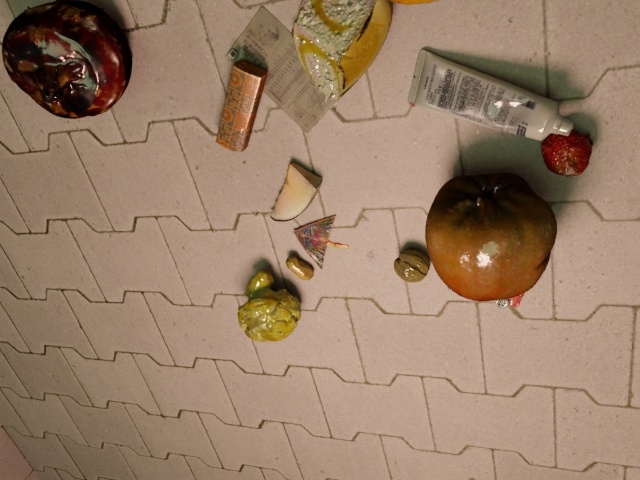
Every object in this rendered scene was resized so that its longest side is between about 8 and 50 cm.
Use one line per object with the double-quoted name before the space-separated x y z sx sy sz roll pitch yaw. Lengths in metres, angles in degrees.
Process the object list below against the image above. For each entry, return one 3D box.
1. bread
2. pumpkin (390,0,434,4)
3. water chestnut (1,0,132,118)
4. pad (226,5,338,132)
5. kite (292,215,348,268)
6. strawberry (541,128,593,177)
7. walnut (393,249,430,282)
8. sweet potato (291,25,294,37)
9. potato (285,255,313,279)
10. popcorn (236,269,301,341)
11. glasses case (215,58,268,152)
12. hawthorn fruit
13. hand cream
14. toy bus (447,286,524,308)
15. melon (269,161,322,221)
"bread" 0.048 -0.419 1.152 0.158 0.156 0.260 43 118 18
"pumpkin" 0.228 -0.509 1.033 0.248 0.126 0.130 -5 96 -3
"water chestnut" -0.601 -0.412 1.348 0.300 0.300 0.299 11 126 16
"pad" -0.081 -0.385 1.314 0.265 0.009 0.159 42 127 -9
"kite" 0.000 0.000 1.541 0.159 0.010 0.189 21 130 7
"strawberry" 0.497 -0.176 1.159 0.106 0.106 0.106 11 126 16
"walnut" 0.230 0.065 1.446 0.092 0.092 0.092 11 126 16
"sweet potato" 0.001 -0.483 1.191 0.044 0.044 0.179 42 134 -8
"potato" -0.060 0.076 1.596 0.092 0.046 0.045 36 87 -14
"popcorn" -0.149 0.189 1.642 0.198 0.198 0.212 -19 89 32
"glasses case" -0.193 -0.317 1.373 0.075 0.049 0.218 27 132 4
"hawthorn fruit" 0.364 0.007 1.241 0.268 0.267 0.300 7 132 18
"hand cream" 0.344 -0.283 1.166 0.341 0.078 0.124 26 131 21
"toy bus" 0.398 0.091 1.394 0.195 0.081 0.089 19 118 10
"melon" -0.068 -0.106 1.472 0.098 0.054 0.182 32 128 7
